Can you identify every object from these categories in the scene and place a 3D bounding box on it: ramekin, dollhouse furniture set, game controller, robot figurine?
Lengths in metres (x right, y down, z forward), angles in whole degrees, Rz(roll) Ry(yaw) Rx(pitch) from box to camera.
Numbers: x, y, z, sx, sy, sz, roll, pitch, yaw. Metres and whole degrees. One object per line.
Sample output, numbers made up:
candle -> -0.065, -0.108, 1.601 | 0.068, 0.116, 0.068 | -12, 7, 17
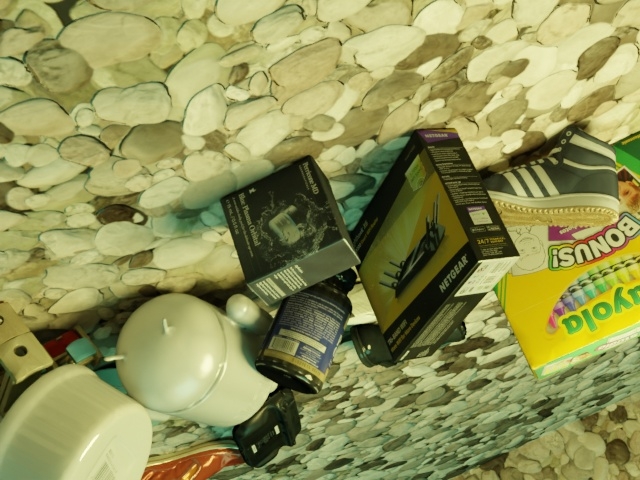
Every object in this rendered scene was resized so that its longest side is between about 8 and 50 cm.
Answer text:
ramekin -> -0.382, 0.344, 1.430 | 0.277, 0.135, 0.277 | -52, 155, -38
dollhouse furniture set -> -0.451, 0.162, 1.471 | 0.183, 0.129, 0.129 | -29, 162, -42
game controller -> -0.123, 0.445, 2.182 | 0.166, 0.067, 0.319 | -30, 153, -13
robot figurine -> -0.212, 0.208, 1.594 | 0.300, 0.200, 0.353 | -45, 147, 8

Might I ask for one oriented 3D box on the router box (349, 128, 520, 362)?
router box -> 0.164, 0.013, 1.465 | 0.081, 0.243, 0.309 | -5, 147, -27

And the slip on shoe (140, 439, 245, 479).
slip on shoe -> -0.320, 0.566, 2.247 | 0.331, 0.101, 0.123 | -10, 148, -22

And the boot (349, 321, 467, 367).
boot -> 0.191, 0.192, 1.943 | 0.207, 0.094, 0.246 | -26, 158, 16

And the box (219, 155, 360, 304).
box -> -0.046, -0.014, 1.368 | 0.158, 0.156, 0.093 | -25, 150, 7

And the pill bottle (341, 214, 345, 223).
pill bottle -> 0.000, 0.000, 1.518 | 0.065, 0.065, 0.116 | -7, 148, -25

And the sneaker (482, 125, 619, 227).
sneaker -> 0.360, -0.109, 1.558 | 0.282, 0.153, 0.099 | 4, 160, 19

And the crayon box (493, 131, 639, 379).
crayon box -> 0.475, 0.026, 1.618 | 0.362, 0.313, 0.106 | -26, 151, 9

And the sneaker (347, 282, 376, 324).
sneaker -> 0.041, 0.128, 1.751 | 0.237, 0.085, 0.086 | -6, 156, -20

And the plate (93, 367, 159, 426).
plate -> -0.383, 0.315, 1.769 | 0.188, 0.024, 0.188 | -1, 129, -1

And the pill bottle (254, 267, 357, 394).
pill bottle -> -0.018, 0.141, 1.581 | 0.122, 0.219, 0.123 | 20, 159, 8

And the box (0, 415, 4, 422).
box -> -0.542, 0.353, 1.591 | 0.231, 0.127, 0.262 | 7, 167, 26
